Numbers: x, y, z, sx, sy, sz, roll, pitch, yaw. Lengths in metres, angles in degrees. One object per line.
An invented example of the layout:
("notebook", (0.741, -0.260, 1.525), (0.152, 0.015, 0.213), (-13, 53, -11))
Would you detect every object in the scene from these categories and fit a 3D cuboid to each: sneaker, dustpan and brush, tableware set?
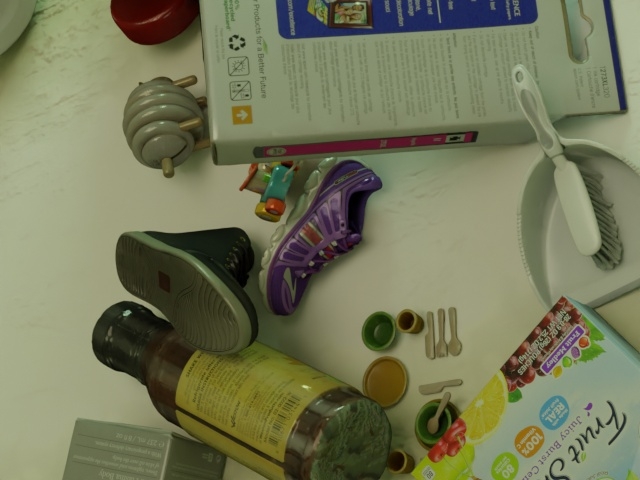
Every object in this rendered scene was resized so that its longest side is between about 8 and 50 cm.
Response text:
("sneaker", (-0.092, 0.034, 1.708), (0.222, 0.118, 0.083), (33, 126, 50))
("dustpan and brush", (0.214, -0.054, 1.567), (0.147, 0.060, 0.211), (-29, 67, 31))
("tableware set", (0.078, 0.134, 1.648), (0.104, 0.024, 0.154), (-12, 70, 32))
("sneaker", (0.000, 0.000, 1.719), (0.071, 0.068, 0.170), (32, 99, 24))

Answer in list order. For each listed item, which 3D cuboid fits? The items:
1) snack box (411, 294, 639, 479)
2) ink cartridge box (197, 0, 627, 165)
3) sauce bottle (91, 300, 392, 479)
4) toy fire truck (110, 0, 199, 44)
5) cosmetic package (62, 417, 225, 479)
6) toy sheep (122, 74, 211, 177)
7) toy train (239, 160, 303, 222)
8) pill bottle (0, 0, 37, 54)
("snack box", (0.204, 0.180, 1.519), (0.207, 0.070, 0.174), (-51, 54, 13))
("ink cartridge box", (0.078, -0.170, 1.643), (0.370, 0.069, 0.176), (-5, 70, -1))
("sauce bottle", (-0.085, 0.138, 1.701), (0.344, 0.111, 0.111), (24, 91, 42))
("toy fire truck", (-0.118, -0.346, 1.855), (0.302, 0.169, 0.254), (5, 61, 34))
("cosmetic package", (-0.185, 0.298, 1.733), (0.127, 0.107, 0.238), (4, 75, 32))
("toy sheep", (-0.157, -0.116, 1.847), (0.091, 0.091, 0.132), (-33, 42, 23))
("toy train", (-0.039, -0.089, 1.731), (0.046, 0.166, 0.125), (20, 113, -4))
("pill bottle", (-0.476, -0.327, 2.068), (0.323, 0.181, 0.182), (30, 94, 36))
